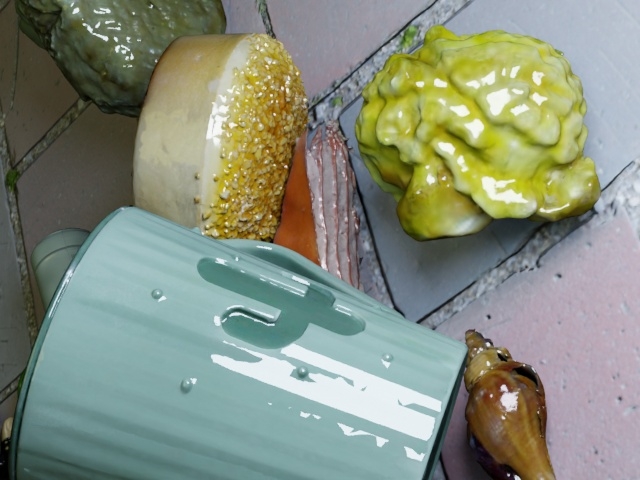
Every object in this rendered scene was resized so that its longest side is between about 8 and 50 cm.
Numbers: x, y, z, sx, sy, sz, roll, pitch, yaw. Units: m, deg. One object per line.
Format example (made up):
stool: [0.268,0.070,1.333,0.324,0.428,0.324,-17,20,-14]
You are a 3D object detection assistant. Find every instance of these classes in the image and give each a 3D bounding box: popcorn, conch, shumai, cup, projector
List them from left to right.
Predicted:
projector: [-0.310,0.141,2.008,0.108,0.108,0.338,-46,50,30]
shumai: [-0.304,-0.281,2.025,0.288,0.292,0.330,-37,75,44]
cup: [-0.065,0.130,1.457,0.310,0.392,0.401,94,-164,-58]
popcorn: [0.166,-0.100,1.486,0.237,0.206,0.251,-43,67,11]
conch: [0.188,0.195,1.464,0.086,0.080,0.233,-28,61,49]

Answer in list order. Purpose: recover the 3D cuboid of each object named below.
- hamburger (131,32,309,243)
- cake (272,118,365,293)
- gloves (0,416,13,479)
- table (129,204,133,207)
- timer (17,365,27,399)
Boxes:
hamburger: [-0.112,-0.108,1.729,0.170,0.302,0.302,10,86,6]
cake: [0.005,0.000,1.709,0.135,0.098,0.287,7,91,47]
gloves: [-0.511,0.325,2.179,0.129,0.106,0.181,-48,52,31]
table: [-0.205,0.001,1.950,0.070,0.083,0.082,8,90,46]
timer: [-0.382,0.222,2.109,0.140,0.047,0.128,-36,57,36]
